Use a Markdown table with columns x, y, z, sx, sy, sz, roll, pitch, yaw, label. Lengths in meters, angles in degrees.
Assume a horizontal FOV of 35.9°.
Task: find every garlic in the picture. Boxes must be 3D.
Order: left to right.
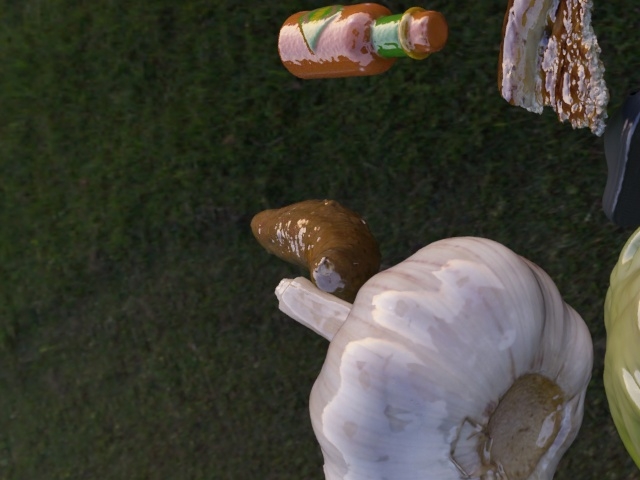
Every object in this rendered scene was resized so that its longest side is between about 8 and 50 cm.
| x | y | z | sx | sy | sz | roll | pitch | yaw | label |
| --- | --- | --- | --- | --- | --- | --- | --- | --- | --- |
| 0.047 | 0.084 | 0.648 | 0.226 | 0.199 | 0.199 | 22 | 113 | 43 | garlic |

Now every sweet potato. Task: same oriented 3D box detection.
| x | y | z | sx | sy | sz | roll | pitch | yaw | label |
| --- | --- | --- | --- | --- | --- | --- | --- | --- | --- |
| 0.004 | 0.000 | 1.135 | 0.341 | 0.114 | 0.092 | -145 | 49 | -70 | sweet potato |

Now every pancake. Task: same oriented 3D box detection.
| x | y | z | sx | sy | sz | roll | pitch | yaw | label |
| --- | --- | --- | --- | --- | --- | --- | --- | --- | --- |
| 0.272 | -0.229 | 1.121 | 0.266 | 0.057 | 0.244 | 101 | 160 | -49 | pancake |

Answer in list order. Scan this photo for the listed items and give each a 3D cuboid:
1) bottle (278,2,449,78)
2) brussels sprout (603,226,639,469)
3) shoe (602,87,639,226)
| x | y | z | sx | sy | sz | roll | pitch | yaw | label |
| --- | --- | --- | --- | --- | --- | --- | --- | --- | --- |
| 0.041 | -0.185 | 0.907 | 0.187 | 0.069 | 0.069 | 7 | 104 | 49 | bottle |
| 0.427 | 0.147 | 0.820 | 0.425 | 0.342 | 0.361 | 24 | 150 | 11 | brussels sprout |
| 0.379 | -0.125 | 1.154 | 0.241 | 0.108 | 0.093 | 93 | 165 | -47 | shoe |
